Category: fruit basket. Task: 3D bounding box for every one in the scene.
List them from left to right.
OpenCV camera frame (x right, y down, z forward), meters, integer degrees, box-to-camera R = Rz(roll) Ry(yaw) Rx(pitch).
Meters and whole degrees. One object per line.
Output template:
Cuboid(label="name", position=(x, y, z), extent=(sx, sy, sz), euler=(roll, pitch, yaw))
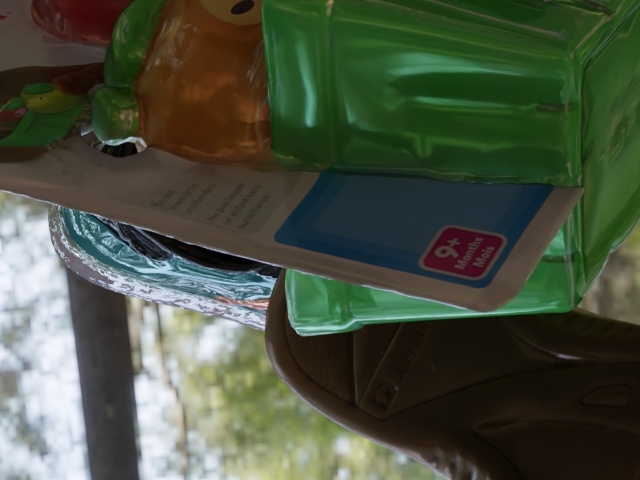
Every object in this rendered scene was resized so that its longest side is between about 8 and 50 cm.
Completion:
Cuboid(label="fruit basket", position=(-0.022, -0.101, 0.808), extent=(0.353, 0.165, 0.327), euler=(18, -144, 23))

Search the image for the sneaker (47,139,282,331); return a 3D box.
Cuboid(label="sneaker", position=(0.000, 0.000, 1.133), extent=(0.302, 0.108, 0.121), euler=(9, 162, -16))

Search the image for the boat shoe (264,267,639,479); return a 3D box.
Cuboid(label="boat shoe", position=(0.123, 0.096, 0.813), extent=(0.342, 0.123, 0.123), euler=(31, -178, 40))
